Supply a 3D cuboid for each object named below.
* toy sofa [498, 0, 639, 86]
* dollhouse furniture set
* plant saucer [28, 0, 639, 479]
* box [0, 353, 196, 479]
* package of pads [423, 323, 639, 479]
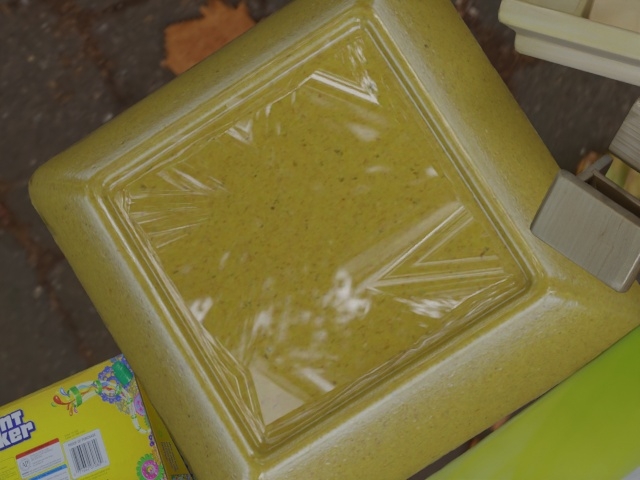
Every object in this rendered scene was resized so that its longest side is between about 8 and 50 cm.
[{"bbox_3d":[0.243,-0.280,1.056,0.150,0.177,0.362,17,95,14],"label":"toy sofa"},{"bbox_3d":[0.186,-0.027,0.704,0.161,0.101,0.182,36,127,18],"label":"dollhouse furniture set"},{"bbox_3d":[0.000,0.000,1.110,0.333,0.081,0.332,-33,79,4],"label":"plant saucer"},{"bbox_3d":[-0.249,0.263,1.877,0.290,0.279,0.177,-24,76,18],"label":"box"},{"bbox_3d":[0.108,0.143,0.501,0.296,0.101,0.229,-36,134,5],"label":"package of pads"}]
